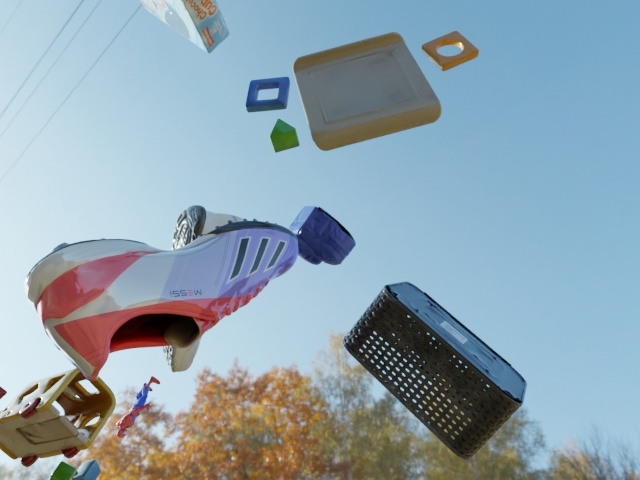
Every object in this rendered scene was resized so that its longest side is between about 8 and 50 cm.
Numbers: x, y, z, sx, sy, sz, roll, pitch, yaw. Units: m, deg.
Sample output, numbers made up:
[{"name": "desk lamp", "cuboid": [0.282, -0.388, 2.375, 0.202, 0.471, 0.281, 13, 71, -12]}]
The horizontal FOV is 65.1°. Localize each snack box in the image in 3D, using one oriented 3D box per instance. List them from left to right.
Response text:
[{"name": "snack box", "cuboid": [-0.266, -0.453, 0.760, 0.060, 0.187, 0.322, -47, -21, -10]}]

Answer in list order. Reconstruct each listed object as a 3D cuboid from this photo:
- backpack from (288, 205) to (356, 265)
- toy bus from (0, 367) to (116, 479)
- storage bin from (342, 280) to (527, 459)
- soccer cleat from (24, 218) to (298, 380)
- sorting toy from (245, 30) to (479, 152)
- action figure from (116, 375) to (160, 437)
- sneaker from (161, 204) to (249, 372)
[{"name": "backpack", "cuboid": [0.000, 0.000, 0.988, 0.120, 0.098, 0.101, 37, -92, -17]}, {"name": "toy bus", "cuboid": [-0.402, 0.254, 0.737, 0.202, 0.104, 0.191, 21, -55, 2]}, {"name": "storage bin", "cuboid": [0.129, 0.135, 0.565, 0.084, 0.180, 0.122, -53, -21, 15]}, {"name": "soccer cleat", "cuboid": [-0.125, 0.053, 0.530, 0.318, 0.116, 0.108, -8, -37, -51]}, {"name": "sorting toy", "cuboid": [0.064, -0.217, 0.741, 0.348, 0.196, 0.047, -15, -35, 1]}, {"name": "action figure", "cuboid": [-0.286, 0.262, 0.782, 0.038, 0.115, 0.030, -37, -78, 21]}, {"name": "sneaker", "cuboid": [-0.180, 0.090, 0.798, 0.129, 0.111, 0.297, 4, -61, -36]}]
